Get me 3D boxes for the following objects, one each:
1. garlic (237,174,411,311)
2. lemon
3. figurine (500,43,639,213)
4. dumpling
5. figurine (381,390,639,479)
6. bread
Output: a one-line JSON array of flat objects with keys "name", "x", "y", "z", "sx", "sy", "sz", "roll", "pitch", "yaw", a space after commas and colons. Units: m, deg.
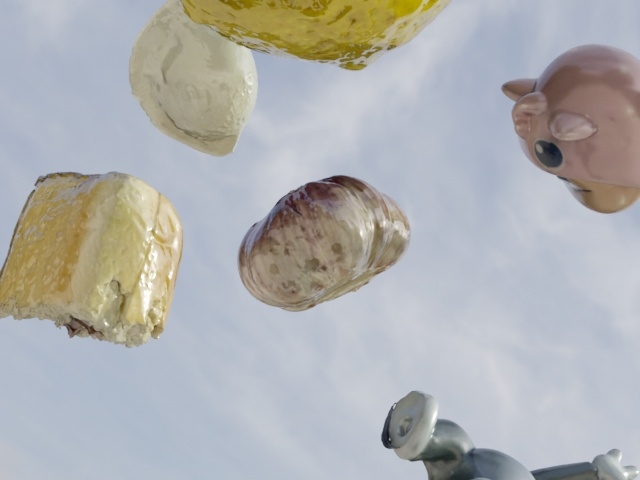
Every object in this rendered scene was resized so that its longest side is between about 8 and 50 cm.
[{"name": "garlic", "x": 0.000, "y": 0.000, "z": 0.910, "sx": 0.102, "sy": 0.159, "sz": 0.147, "roll": 62, "pitch": -21, "yaw": 17}, {"name": "lemon", "x": -0.016, "y": -0.344, "z": 0.988, "sx": 0.350, "sy": 0.349, "sz": 0.387, "roll": 2, "pitch": -2, "yaw": 35}, {"name": "figurine", "x": 0.332, "y": -0.106, "z": 1.038, "sx": 0.176, "sy": 0.288, "sz": 0.186, "roll": -138, "pitch": -133, "yaw": -57}, {"name": "dumpling", "x": -0.165, "y": -0.210, "z": 1.325, "sx": 0.167, "sy": 0.126, "sz": 0.215, "roll": 1, "pitch": -33, "yaw": -6}, {"name": "figurine", "x": 0.141, "y": 0.226, "z": 0.696, "sx": 0.265, "sy": 0.193, "sz": 0.140, "roll": 31, "pitch": -61, "yaw": -6}, {"name": "bread", "x": -0.142, "y": 0.012, "z": 0.643, "sx": 0.125, "sy": 0.106, "sz": 0.082, "roll": 2, "pitch": -25, "yaw": 46}]
